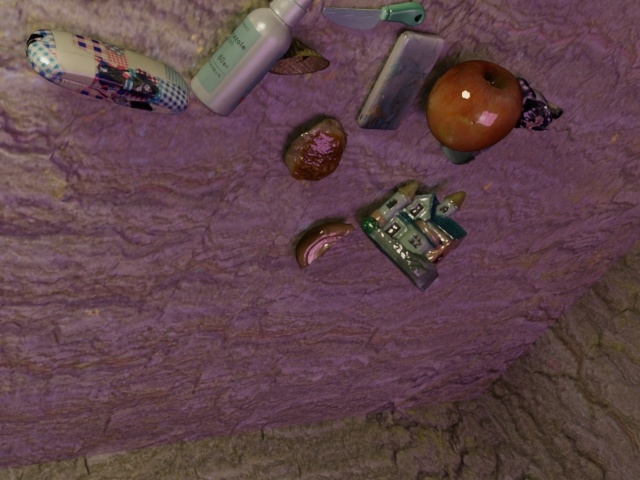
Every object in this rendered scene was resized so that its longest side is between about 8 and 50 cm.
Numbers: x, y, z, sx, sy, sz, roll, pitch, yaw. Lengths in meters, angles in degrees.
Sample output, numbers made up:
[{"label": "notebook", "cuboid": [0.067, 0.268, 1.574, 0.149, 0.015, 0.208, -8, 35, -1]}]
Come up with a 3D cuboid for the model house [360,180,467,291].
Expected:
[{"label": "model house", "cuboid": [0.328, -0.057, 2.022, 0.325, 0.267, 0.194, -43, 157, -2]}]

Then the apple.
[{"label": "apple", "cuboid": [0.406, -0.352, 1.733, 0.254, 0.253, 0.253, -18, 143, -15]}]

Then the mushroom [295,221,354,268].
[{"label": "mushroom", "cuboid": [0.000, -0.002, 2.004, 0.210, 0.072, 0.094, -39, 145, 7]}]

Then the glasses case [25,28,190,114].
[{"label": "glasses case", "cuboid": [-0.408, -0.330, 1.285, 0.328, 0.125, 0.076, 9, 138, -41]}]

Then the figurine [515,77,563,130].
[{"label": "figurine", "cuboid": [0.605, -0.394, 1.904, 0.222, 0.145, 0.145, 0, 136, -48]}]

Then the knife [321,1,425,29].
[{"label": "knife", "cuboid": [0.122, -0.517, 1.507, 0.261, 0.034, 0.063, -8, 146, -17]}]

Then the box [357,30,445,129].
[{"label": "box", "cuboid": [0.205, -0.406, 1.683, 0.142, 0.044, 0.285, -5, 138, -36]}]

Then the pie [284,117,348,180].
[{"label": "pie", "cuboid": [-0.012, -0.235, 1.714, 0.163, 0.079, 0.193, 4, 132, -32]}]

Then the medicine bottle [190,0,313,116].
[{"label": "medicine bottle", "cuboid": [-0.127, -0.421, 1.377, 0.352, 0.110, 0.110, -44, 142, 18]}]

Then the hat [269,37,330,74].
[{"label": "hat", "cuboid": [-0.053, -0.426, 1.472, 0.146, 0.067, 0.146, -5, 179, 0]}]

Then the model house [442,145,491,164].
[{"label": "model house", "cuboid": [0.463, -0.296, 1.938, 0.149, 0.119, 0.148, -6, 139, -40]}]
